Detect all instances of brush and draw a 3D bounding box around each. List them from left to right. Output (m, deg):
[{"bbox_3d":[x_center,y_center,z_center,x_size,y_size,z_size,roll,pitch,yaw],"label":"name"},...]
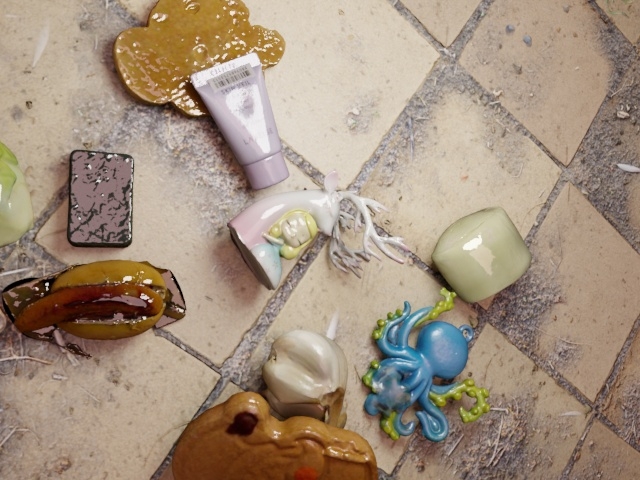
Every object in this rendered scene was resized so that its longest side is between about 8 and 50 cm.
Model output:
[{"bbox_3d":[-0.440,-0.084,1.066,0.123,0.059,0.197,1,88,-23],"label":"brush"}]

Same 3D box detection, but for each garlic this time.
[{"bbox_3d":[-0.034,0.306,1.152,0.184,0.203,0.280,-52,145,-45],"label":"garlic"}]

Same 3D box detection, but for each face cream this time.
[{"bbox_3d":[-0.155,-0.249,1.143,0.154,0.096,0.273,-26,108,-14],"label":"face cream"}]

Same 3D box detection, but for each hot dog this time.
[{"bbox_3d":[-0.432,0.133,1.036,0.326,0.107,0.193,-18,95,-21],"label":"hot dog"}]

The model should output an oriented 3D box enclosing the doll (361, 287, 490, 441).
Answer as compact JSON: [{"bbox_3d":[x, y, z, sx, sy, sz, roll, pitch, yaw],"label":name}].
[{"bbox_3d":[0.251,0.322,1.315,0.342,0.099,0.345,-31,93,-7],"label":"doll"}]

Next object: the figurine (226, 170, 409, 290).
[{"bbox_3d":[-0.006,-0.003,1.178,0.316,0.206,0.284,-35,95,-13],"label":"figurine"}]

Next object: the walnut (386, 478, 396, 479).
[{"bbox_3d":[0.161,0.619,1.268,0.096,0.082,0.078,-21,68,-20],"label":"walnut"}]

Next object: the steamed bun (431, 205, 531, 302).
[{"bbox_3d":[0.415,0.027,1.334,0.250,0.155,0.199,-37,100,-33],"label":"steamed bun"}]

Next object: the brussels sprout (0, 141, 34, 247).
[{"bbox_3d":[-0.674,-0.078,0.880,0.345,0.268,0.343,-12,113,-31],"label":"brussels sprout"}]

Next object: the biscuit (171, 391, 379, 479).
[{"bbox_3d":[-0.082,0.498,1.095,0.456,0.078,0.349,24,118,-11],"label":"biscuit"}]

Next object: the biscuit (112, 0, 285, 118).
[{"bbox_3d":[-0.252,-0.402,1.153,0.376,0.051,0.269,-16,97,-22],"label":"biscuit"}]
